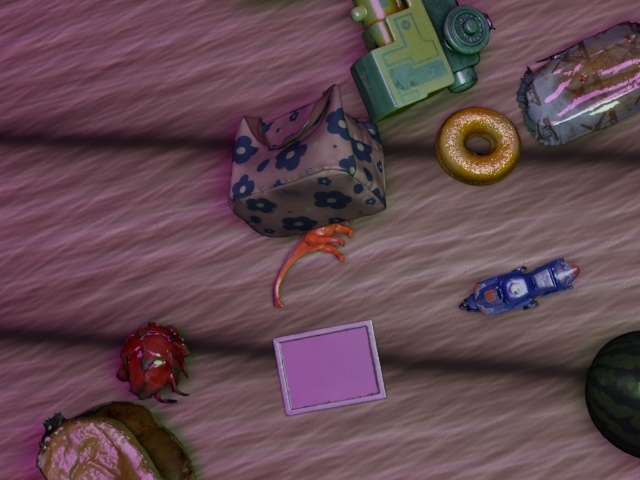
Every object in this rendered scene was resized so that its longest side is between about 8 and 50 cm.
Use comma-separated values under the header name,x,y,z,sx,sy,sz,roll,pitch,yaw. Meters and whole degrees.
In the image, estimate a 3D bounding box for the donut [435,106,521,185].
name,x,y,z,sx,sy,sz,roll,pitch,yaw
donut,0.275,-0.168,1.675,0.152,0.058,0.151,-1,85,6

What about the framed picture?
name,x,y,z,sx,sy,sz,roll,pitch,yaw
framed picture,0.015,0.226,1.699,0.183,0.011,0.141,-12,83,8

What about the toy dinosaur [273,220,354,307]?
name,x,y,z,sx,sy,sz,roll,pitch,yaw
toy dinosaur,0.002,0.002,1.700,0.101,0.055,0.279,24,84,28

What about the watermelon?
name,x,y,z,sx,sy,sz,roll,pitch,yaw
watermelon,0.525,0.244,1.519,0.212,0.212,0.212,-1,84,9

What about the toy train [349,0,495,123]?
name,x,y,z,sx,sy,sz,roll,pitch,yaw
toy train,0.130,-0.406,1.622,0.237,0.150,0.368,-23,90,-18

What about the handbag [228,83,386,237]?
name,x,y,z,sx,sy,sz,roll,pitch,yaw
handbag,-0.025,-0.134,1.628,0.252,0.190,0.193,-14,59,26

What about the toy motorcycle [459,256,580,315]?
name,x,y,z,sx,sy,sz,roll,pitch,yaw
toy motorcycle,0.331,0.082,1.611,0.205,0.114,0.076,-17,81,7

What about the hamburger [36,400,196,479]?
name,x,y,z,sx,sy,sz,roll,pitch,yaw
hamburger,-0.343,0.402,1.675,0.211,0.132,0.309,-42,80,3

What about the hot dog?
name,x,y,z,sx,sy,sz,roll,pitch,yaw
hot dog,0.472,-0.266,1.643,0.271,0.082,0.162,-24,73,13

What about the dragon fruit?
name,x,y,z,sx,sy,sz,roll,pitch,yaw
dragon fruit,-0.296,0.217,1.702,0.121,0.130,0.141,7,83,-24
